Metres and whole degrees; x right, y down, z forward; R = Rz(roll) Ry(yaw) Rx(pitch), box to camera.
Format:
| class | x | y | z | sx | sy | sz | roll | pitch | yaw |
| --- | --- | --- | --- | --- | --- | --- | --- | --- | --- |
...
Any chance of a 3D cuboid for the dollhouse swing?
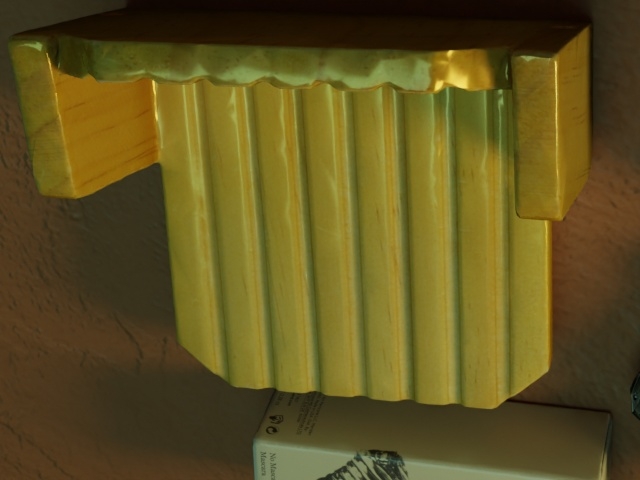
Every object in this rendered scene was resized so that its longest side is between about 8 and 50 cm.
| class | x | y | z | sx | sy | sz | roll | pitch | yaw |
| --- | --- | --- | --- | --- | --- | --- | --- | --- | --- |
| dollhouse swing | 0.000 | 0.000 | 1.257 | 0.347 | 0.315 | 0.305 | 4 | 103 | 13 |

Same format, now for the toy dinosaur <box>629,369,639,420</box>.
| class | x | y | z | sx | sy | sz | roll | pitch | yaw |
| --- | --- | --- | --- | --- | --- | --- | --- | --- | --- |
| toy dinosaur | 0.327 | 0.176 | 1.379 | 0.218 | 0.164 | 0.322 | 26 | 145 | 16 |

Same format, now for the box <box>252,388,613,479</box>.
| class | x | y | z | sx | sy | sz | roll | pitch | yaw |
| --- | --- | --- | --- | --- | --- | --- | --- | --- | --- |
| box | 0.090 | 0.190 | 1.457 | 0.275 | 0.094 | 0.113 | 5 | 122 | 14 |
